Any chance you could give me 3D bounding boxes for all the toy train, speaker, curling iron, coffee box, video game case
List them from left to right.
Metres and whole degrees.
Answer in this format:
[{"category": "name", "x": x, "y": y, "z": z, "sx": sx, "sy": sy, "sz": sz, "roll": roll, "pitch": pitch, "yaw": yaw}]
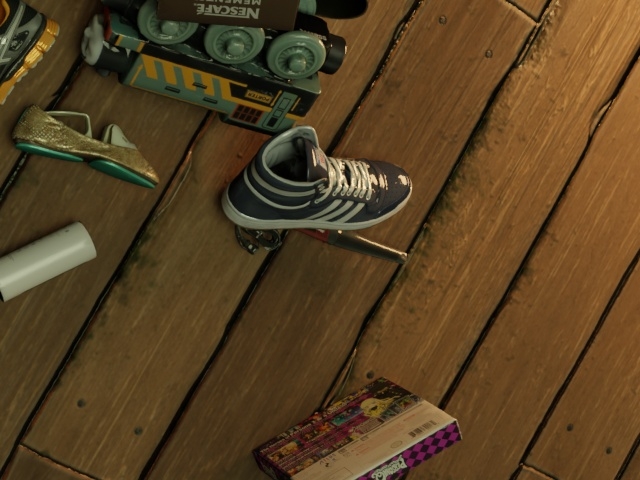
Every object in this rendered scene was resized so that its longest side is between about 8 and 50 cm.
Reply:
[{"category": "speaker", "x": -0.359, "y": 0.026, "z": 1.949, "sx": 0.136, "sy": 0.055, "sz": 0.055, "roll": -27, "pitch": 113, "yaw": -20}, {"category": "toy train", "x": -0.137, "y": -0.246, "z": 1.934, "sx": 0.334, "sy": 0.142, "sz": 0.190, "roll": 13, "pitch": 133, "yaw": -26}, {"category": "coffee box", "x": -0.107, "y": -0.401, "z": 1.823, "sx": 0.168, "sy": 0.297, "sz": 0.119, "roll": 5, "pitch": 143, "yaw": -8}, {"category": "curling iron", "x": 0.000, "y": 0.000, "z": 2.138, "sx": 0.274, "sy": 0.035, "sz": 0.068, "roll": 10, "pitch": 101, "yaw": -28}, {"category": "video game case", "x": 0.049, "y": 0.286, "z": 2.129, "sx": 0.232, "sy": 0.210, "sz": 0.041, "roll": -28, "pitch": 113, "yaw": -20}]

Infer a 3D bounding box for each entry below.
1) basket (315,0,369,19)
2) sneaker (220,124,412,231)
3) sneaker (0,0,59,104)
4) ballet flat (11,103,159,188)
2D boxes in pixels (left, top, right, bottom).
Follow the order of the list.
[{"category": "basket", "x": 0.031, "y": -0.425, "z": 1.983, "sx": 0.154, "sy": 0.204, "sz": 0.226, "roll": 39, "pitch": 72, "yaw": -35}, {"category": "sneaker", "x": 0.019, "y": -0.086, "z": 2.048, "sx": 0.282, "sy": 0.153, "sz": 0.099, "roll": -6, "pitch": 65, "yaw": -26}, {"category": "sneaker", "x": -0.414, "y": -0.206, "z": 1.857, "sx": 0.083, "sy": 0.084, "sz": 0.215, "roll": 43, "pitch": 72, "yaw": -25}, {"category": "ballet flat", "x": -0.291, "y": -0.124, "z": 1.944, "sx": 0.206, "sy": 0.073, "sz": 0.067, "roll": 18, "pitch": 79, "yaw": -33}]
